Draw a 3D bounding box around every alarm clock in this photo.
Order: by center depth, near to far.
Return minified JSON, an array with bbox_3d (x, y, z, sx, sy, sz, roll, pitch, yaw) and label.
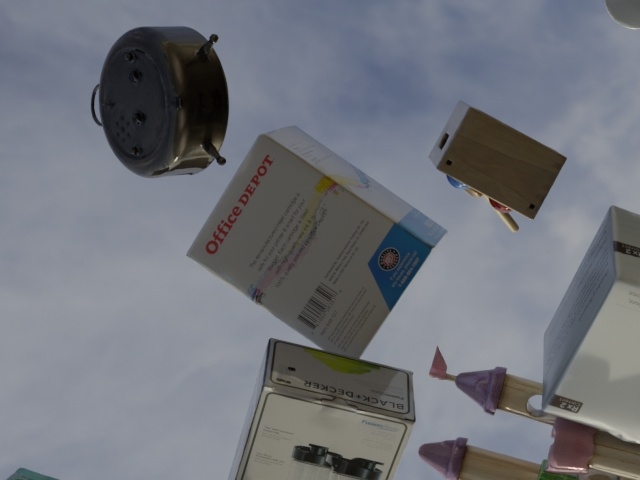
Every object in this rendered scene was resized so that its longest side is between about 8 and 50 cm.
[{"bbox_3d":[-0.152,-0.119,1.113,0.064,0.192,0.129,-9,-82,-39],"label":"alarm clock"}]

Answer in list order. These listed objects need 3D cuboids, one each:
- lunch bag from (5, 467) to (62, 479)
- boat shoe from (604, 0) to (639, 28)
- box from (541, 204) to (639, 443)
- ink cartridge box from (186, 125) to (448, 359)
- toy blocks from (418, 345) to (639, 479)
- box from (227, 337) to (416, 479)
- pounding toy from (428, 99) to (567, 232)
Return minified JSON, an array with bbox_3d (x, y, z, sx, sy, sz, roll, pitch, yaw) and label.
[{"bbox_3d":[-0.263,0.368,1.333,0.223,0.262,0.160,-41,-40,-61],"label":"lunch bag"},{"bbox_3d":[0.429,-0.304,1.362,0.095,0.258,0.084,69,-154,-17],"label":"boat shoe"},{"bbox_3d":[0.324,0.091,1.210,0.119,0.180,0.182,-77,5,-52],"label":"box"},{"bbox_3d":[0.000,0.000,1.486,0.171,0.232,0.168,-56,-5,13],"label":"ink cartridge box"},{"bbox_3d":[0.228,0.274,1.404,0.309,0.260,0.289,-39,-40,-72],"label":"toy blocks"},{"bbox_3d":[-0.013,0.261,1.423,0.087,0.169,0.290,-85,9,-58],"label":"box"},{"bbox_3d":[0.180,-0.070,1.324,0.130,0.141,0.100,28,-81,-4],"label":"pounding toy"}]
